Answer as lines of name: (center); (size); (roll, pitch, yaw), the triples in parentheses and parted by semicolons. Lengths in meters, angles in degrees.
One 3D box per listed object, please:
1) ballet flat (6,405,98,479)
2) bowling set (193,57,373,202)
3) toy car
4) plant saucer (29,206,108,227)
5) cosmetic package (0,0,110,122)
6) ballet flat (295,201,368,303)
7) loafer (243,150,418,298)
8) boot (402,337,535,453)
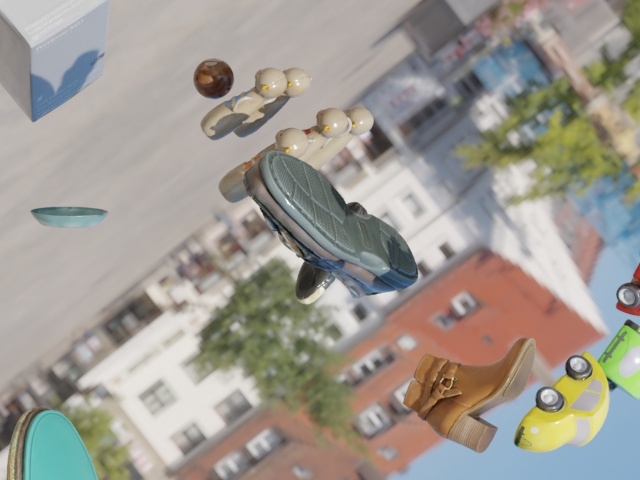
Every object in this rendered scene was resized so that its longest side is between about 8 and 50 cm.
ballet flat: (-0.278, 0.356, 1.480); (0.123, 0.348, 0.123); (-22, 169, -5)
bowling set: (-0.065, -0.173, 1.763); (0.154, 0.200, 0.287); (-34, 180, 19)
toy car: (0.267, 0.098, 1.192); (0.239, 0.053, 0.225); (-54, 158, 0)
plant saucer: (-0.385, -0.035, 2.117); (0.119, 0.021, 0.119); (2, -172, 0)
cosmetic package: (-0.344, -0.259, 1.737); (0.127, 0.107, 0.238); (-38, 176, -18)
ballet flat: (0.021, 0.021, 1.786); (0.057, 0.049, 0.173); (5, -133, 35)
loafer: (0.000, 0.000, 1.404); (0.084, 0.096, 0.267); (-30, 142, 24)
boot: (0.222, 0.204, 2.078); (0.197, 0.152, 0.073); (-57, 147, -4)
